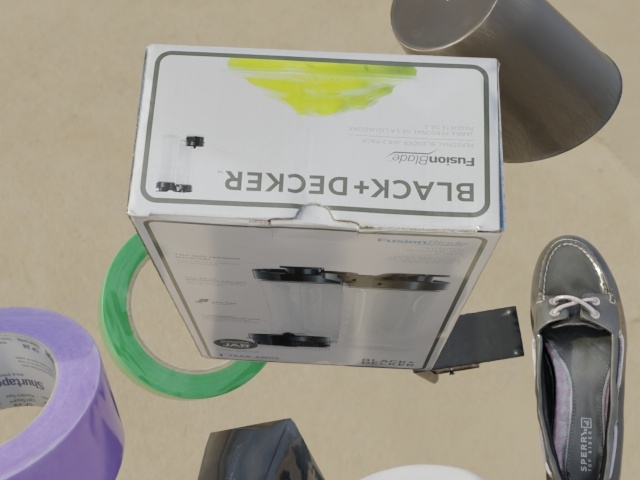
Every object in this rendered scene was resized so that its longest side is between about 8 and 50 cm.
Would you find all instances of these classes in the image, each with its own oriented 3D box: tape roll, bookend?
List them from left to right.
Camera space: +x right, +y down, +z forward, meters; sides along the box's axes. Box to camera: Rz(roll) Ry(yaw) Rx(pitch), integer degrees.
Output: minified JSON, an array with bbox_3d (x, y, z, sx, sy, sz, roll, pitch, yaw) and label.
[{"bbox_3d":[-0.243,0.138,0.706,0.188,0.080,0.189,-5,35,4],"label":"tape roll"},{"bbox_3d":[-0.226,0.119,1.713,0.321,0.077,0.321,4,77,-19],"label":"tape roll"},{"bbox_3d":[0.219,0.155,1.420,0.156,0.157,0.072,-11,74,13],"label":"bookend"}]

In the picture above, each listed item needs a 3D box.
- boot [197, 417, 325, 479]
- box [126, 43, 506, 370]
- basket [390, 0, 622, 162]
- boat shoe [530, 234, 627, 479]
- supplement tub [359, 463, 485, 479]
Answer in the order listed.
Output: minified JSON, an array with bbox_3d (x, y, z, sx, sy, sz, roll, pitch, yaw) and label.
[{"bbox_3d":[-0.058,0.417,0.786,0.146,0.367,0.445,-3,26,6],"label":"boot"},{"bbox_3d":[0.000,0.000,0.563,0.169,0.290,0.087,2,71,2],"label":"box"},{"bbox_3d":[0.186,-0.200,1.044,0.204,0.227,0.154,-5,66,35],"label":"basket"},{"bbox_3d":[0.303,0.149,1.133,0.112,0.095,0.335,-2,76,12],"label":"boat shoe"},{"bbox_3d":[0.150,0.499,1.365,0.228,0.316,0.228,-8,9,1],"label":"supplement tub"}]
